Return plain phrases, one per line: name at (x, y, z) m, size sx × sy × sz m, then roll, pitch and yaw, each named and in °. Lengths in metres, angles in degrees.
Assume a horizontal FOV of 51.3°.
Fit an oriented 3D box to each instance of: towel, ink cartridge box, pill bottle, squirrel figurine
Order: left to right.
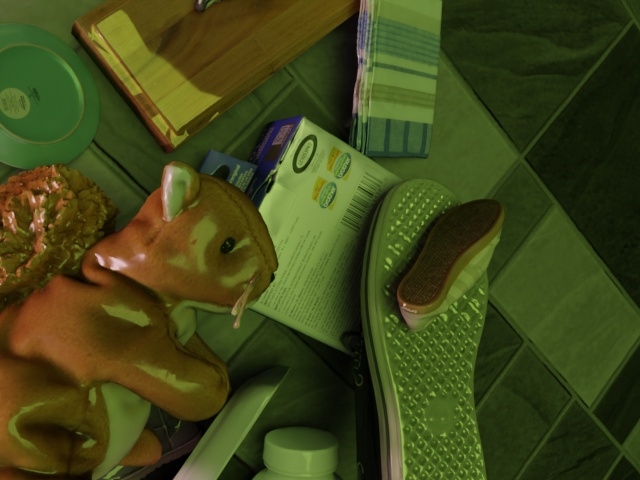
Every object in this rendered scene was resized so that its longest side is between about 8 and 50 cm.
squirrel figurine at (-0.254, 0.054, 0.752) m, size 0.397 × 0.281 × 0.370 m, roll 35°, pitch 92°, yaw 8°
pill bottle at (-0.035, 0.428, 0.991) m, size 0.153 × 0.152 × 0.271 m, roll 3°, pitch 93°, yaw -24°
ink cartridge box at (0.000, 0.000, 0.980) m, size 0.396 × 0.151 × 0.269 m, roll 29°, pitch 83°, yaw -25°
towel at (0.121, -0.270, 1.034) m, size 0.209 × 0.034 × 0.284 m, roll -8°, pitch 105°, yaw -49°

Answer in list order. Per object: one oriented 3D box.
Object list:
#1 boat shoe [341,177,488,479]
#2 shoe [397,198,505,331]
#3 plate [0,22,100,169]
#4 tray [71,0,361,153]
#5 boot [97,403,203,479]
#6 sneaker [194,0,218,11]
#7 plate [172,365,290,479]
boat shoe at (0.121, 0.162, 0.890) m, size 0.187 × 0.156 × 0.499 m, roll 4°, pitch 78°, yaw -22°
shoe at (0.164, 0.026, 0.831) m, size 0.219 × 0.077 × 0.058 m, roll -46°, pitch 137°, yaw -31°
plate at (-0.363, -0.183, 0.841) m, size 0.188 × 0.024 × 0.188 m, roll 5°, pitch 83°, yaw -45°
tray at (-0.117, -0.329, 0.951) m, size 0.411 × 0.076 × 0.202 m, roll -41°, pitch 108°, yaw -16°
boot at (-0.263, 0.216, 0.920) m, size 0.190 × 0.076 × 0.208 m, roll -23°, pitch 109°, yaw -34°
sneaker at (-0.123, -0.339, 0.886) m, size 0.044 × 0.040 × 0.109 m, roll 46°, pitch 76°, yaw -22°
plate at (-0.140, 0.282, 0.874) m, size 0.045 × 0.277 × 0.278 m, roll 35°, pitch 86°, yaw 5°
